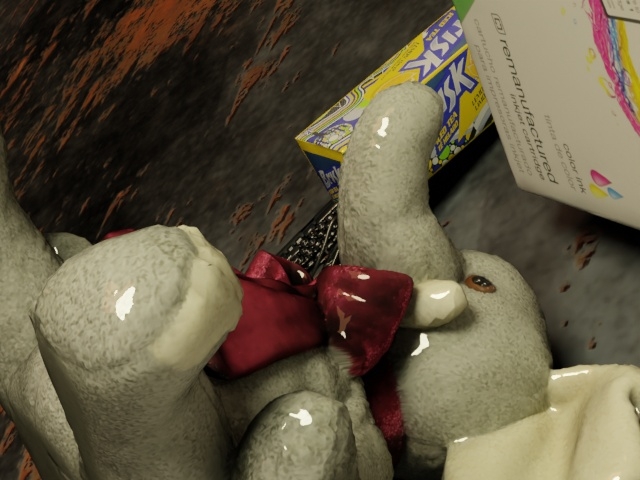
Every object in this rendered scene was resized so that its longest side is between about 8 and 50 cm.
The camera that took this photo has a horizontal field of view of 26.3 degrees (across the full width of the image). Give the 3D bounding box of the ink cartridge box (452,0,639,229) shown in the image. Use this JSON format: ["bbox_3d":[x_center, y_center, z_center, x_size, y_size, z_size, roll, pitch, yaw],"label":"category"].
[{"bbox_3d":[0.170,-0.106,0.584,0.117,0.201,0.278,-29,22,-15],"label":"ink cartridge box"}]

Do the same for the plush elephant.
[{"bbox_3d":[0.000,0.051,0.623,0.255,0.330,0.272,-31,27,-21],"label":"plush elephant"}]

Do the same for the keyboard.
[{"bbox_3d":[0.000,0.000,0.872,0.192,0.038,0.100,-46,31,1],"label":"keyboard"}]

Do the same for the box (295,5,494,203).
[{"bbox_3d":[0.071,-0.089,0.840,0.169,0.054,0.059,-40,29,-17],"label":"box"}]
